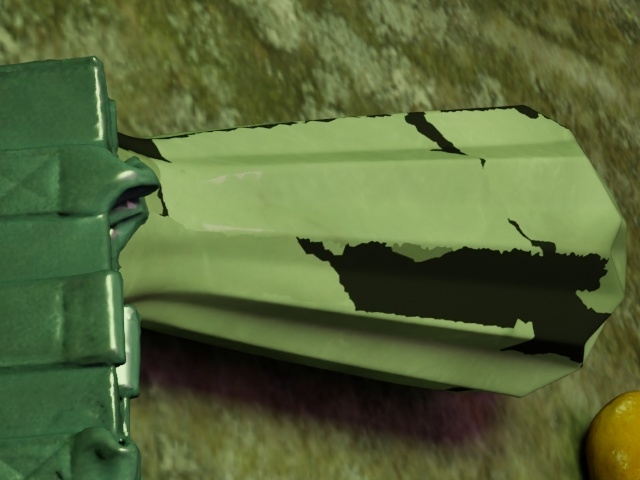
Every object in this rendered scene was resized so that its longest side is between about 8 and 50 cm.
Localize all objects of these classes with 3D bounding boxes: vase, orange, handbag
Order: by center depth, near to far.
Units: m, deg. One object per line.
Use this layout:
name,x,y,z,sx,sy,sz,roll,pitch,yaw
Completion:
handbag,-0.145,0.045,0.704,0.062,0.179,0.229,83,1,-67
vase,0.000,0.000,0.919,0.360,0.165,0.165,4,68,-45
orange,0.202,0.133,1.143,0.083,0.070,0.083,20,60,-40
